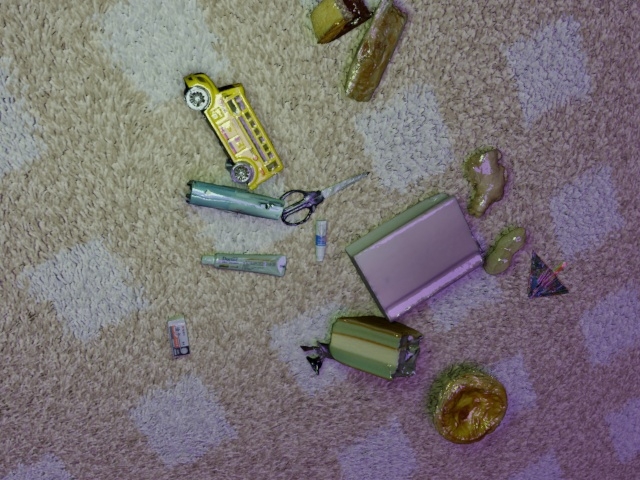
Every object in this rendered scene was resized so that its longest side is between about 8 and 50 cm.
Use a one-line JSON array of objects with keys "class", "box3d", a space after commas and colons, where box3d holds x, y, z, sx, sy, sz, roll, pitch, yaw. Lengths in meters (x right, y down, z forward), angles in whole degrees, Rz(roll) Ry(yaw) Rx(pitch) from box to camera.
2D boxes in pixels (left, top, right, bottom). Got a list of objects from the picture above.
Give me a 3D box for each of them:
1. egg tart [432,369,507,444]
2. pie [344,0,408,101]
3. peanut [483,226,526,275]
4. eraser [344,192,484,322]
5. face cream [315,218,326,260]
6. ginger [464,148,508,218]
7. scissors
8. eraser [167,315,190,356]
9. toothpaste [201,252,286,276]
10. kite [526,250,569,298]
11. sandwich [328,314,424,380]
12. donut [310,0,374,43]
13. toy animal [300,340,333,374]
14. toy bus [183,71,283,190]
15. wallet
[{"class": "egg tart", "box3d": [0.508, 0.571, 2.071, 0.294, 0.116, 0.295, -5, 109, -16]}, {"class": "pie", "box3d": [0.149, -0.519, 1.633, 0.128, 0.068, 0.282, 10, 113, -43]}, {"class": "peanut", "box3d": [0.603, 0.035, 1.940, 0.082, 0.082, 0.187, 31, 98, -22]}, {"class": "eraser", "box3d": [0.295, 0.047, 1.844, 0.359, 0.122, 0.272, -33, 111, -4]}, {"class": "face cream", "box3d": [0.000, 0.000, 1.794, 0.034, 0.034, 0.130, -2, 108, -14]}, {"class": "ginger", "box3d": [0.522, -0.176, 1.856, 0.137, 0.074, 0.213, -10, 106, -2]}, {"class": "scissors", "box3d": [0.014, -0.138, 1.761, 0.300, 0.022, 0.109, -25, 116, -6]}, {"class": "eraser", "box3d": [-0.422, 0.286, 1.776, 0.052, 0.029, 0.122, -9, 109, -12]}, {"class": "toothpaste", "box3d": [-0.223, 0.067, 1.755, 0.255, 0.037, 0.067, 5, 100, -20]}, {"class": "kite", "box3d": [0.777, 0.129, 2.054, 0.183, 0.014, 0.241, -42, 111, 0]}, {"class": "sandwich", "box3d": [0.173, 0.328, 1.830, 0.227, 0.198, 0.155, 6, 97, -28]}, {"class": "donut", "box3d": [0.040, -0.582, 1.549, 0.141, 0.217, 0.085, -26, 100, 27]}, {"class": "toy animal", "box3d": [0.034, 0.358, 1.902, 0.202, 0.070, 0.105, -8, 109, -16]}, {"class": "toy bus", "box3d": [-0.233, -0.304, 1.576, 0.152, 0.144, 0.330, -31, 114, -4]}, {"class": "wallet", "box3d": [-0.237, -0.111, 1.620, 0.250, 0.176, 0.075, 11, 91, -18]}]
